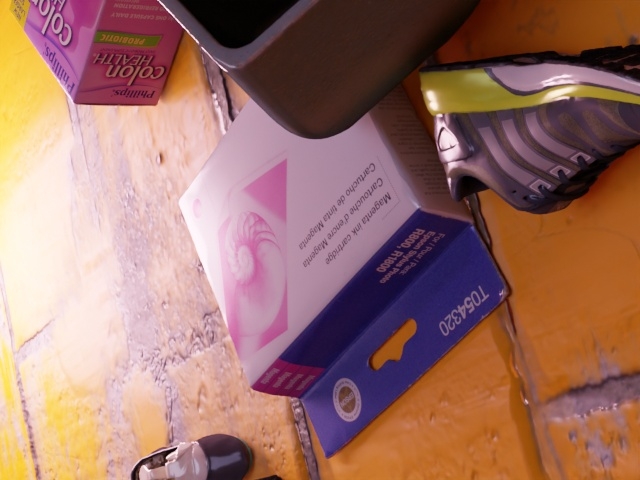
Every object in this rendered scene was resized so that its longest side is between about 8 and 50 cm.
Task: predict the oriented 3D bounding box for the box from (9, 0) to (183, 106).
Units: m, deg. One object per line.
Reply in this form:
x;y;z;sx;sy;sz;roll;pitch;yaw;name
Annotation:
-0.251;-0.317;1.450;0.213;0.117;0.243;52;131;36;box

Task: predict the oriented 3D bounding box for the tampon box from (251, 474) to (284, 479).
-0.061;0.346;1.277;0.120;0.101;0.161;21;110;50;tampon box

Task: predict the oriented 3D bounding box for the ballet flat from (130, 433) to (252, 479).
-0.158;0.266;1.423;0.203;0.074;0.074;-20;77;51;ballet flat

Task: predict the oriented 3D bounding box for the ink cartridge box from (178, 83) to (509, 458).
0.000;0.000;1.197;0.324;0.071;0.330;-50;54;42;ink cartridge box

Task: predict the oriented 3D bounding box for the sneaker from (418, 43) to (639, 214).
0.193;-0.081;0.926;0.300;0.111;0.121;10;112;57;sneaker

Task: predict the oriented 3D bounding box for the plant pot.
-0.008;-0.226;1.001;0.247;0.252;0.248;-41;62;-2;plant pot
